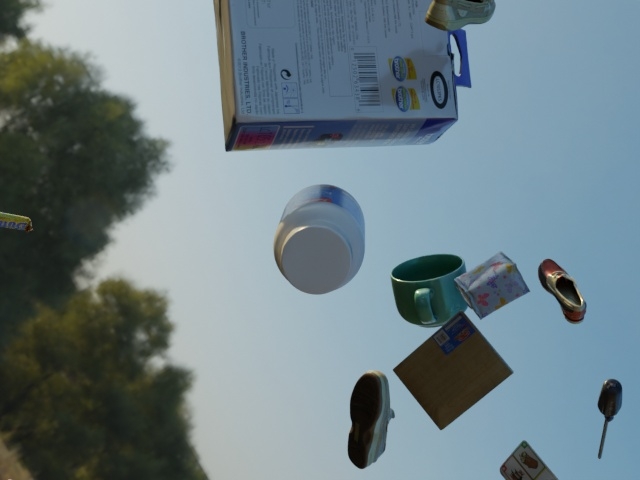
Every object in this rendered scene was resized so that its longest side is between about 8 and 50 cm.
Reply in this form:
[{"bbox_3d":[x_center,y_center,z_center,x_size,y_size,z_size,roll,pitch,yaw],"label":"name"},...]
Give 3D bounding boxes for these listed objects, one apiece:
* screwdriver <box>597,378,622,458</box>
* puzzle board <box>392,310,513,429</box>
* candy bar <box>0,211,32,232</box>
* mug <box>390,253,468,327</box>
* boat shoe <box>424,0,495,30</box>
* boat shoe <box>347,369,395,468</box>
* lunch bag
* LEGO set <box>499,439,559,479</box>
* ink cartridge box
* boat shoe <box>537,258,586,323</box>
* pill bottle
[{"bbox_3d":[0.302,0.191,1.096,0.170,0.025,0.024,70,-6,-53],"label":"screwdriver"},{"bbox_3d":[0.160,0.158,1.270,0.128,0.011,0.096,-45,-104,29],"label":"puzzle board"},{"bbox_3d":[-0.554,-0.038,1.722,0.040,0.161,0.018,126,-29,-58],"label":"candy bar"},{"bbox_3d":[0.181,0.095,1.771,0.129,0.157,0.097,6,-65,46],"label":"mug"},{"bbox_3d":[0.192,-0.317,1.388,0.056,0.153,0.048,32,-53,27],"label":"boat shoe"},{"bbox_3d":[0.091,0.288,1.730,0.068,0.072,0.190,39,-48,39],"label":"boat shoe"},{"bbox_3d":[0.201,0.051,1.241,0.053,0.071,0.083,60,0,-17],"label":"lunch bag"},{"bbox_3d":[0.250,0.354,1.081,0.244,0.060,0.182,50,-59,34],"label":"LEGO set"},{"bbox_3d":[0.048,-0.282,1.567,0.151,0.395,0.270,135,-49,-75],"label":"ink cartridge box"},{"bbox_3d":[0.400,0.076,1.728,0.043,0.049,0.137,79,-7,-47],"label":"boat shoe"},{"bbox_3d":[0.000,0.000,1.422,0.124,0.124,0.221,62,7,-11],"label":"pill bottle"}]
